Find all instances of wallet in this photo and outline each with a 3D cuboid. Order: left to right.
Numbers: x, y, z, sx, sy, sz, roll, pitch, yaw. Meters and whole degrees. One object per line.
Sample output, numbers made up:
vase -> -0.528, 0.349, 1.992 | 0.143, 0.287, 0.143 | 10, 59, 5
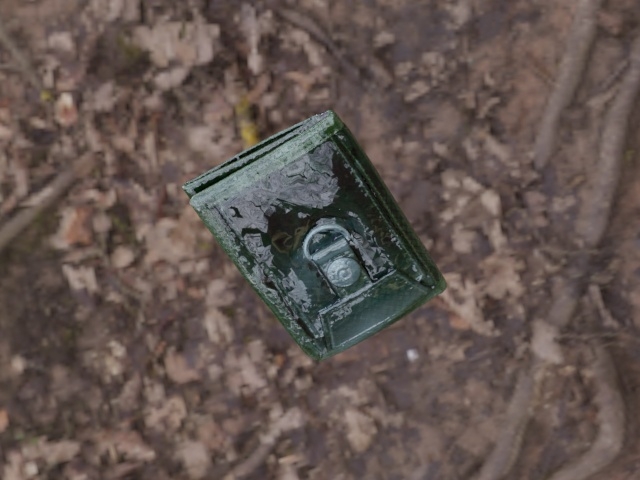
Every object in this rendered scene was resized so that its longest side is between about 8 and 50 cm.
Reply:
wallet -> 0.000, 0.001, 1.211 | 0.160, 0.236, 0.055 | -29, 36, 10
